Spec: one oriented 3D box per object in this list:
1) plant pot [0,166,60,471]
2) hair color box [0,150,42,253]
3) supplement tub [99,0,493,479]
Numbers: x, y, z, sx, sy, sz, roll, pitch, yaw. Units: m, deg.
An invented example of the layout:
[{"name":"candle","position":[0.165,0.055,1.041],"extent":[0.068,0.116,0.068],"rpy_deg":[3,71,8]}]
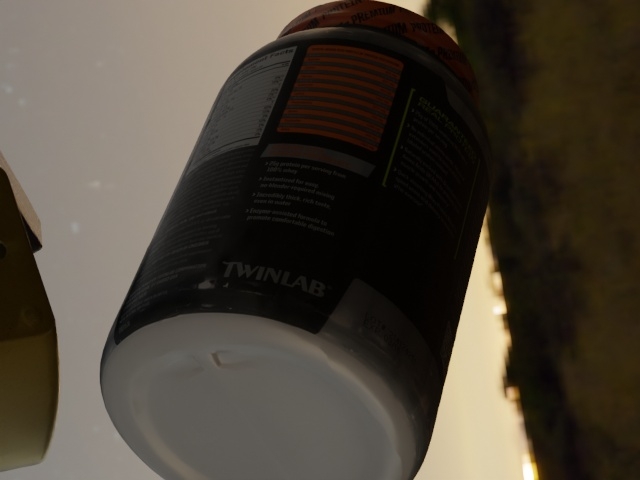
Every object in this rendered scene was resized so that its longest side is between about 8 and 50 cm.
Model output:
[{"name":"plant pot","position":[-0.303,0.056,1.152],"extent":[0.187,0.212,0.212],"rpy_deg":[-49,57,52]},{"name":"hair color box","position":[-0.371,-0.005,1.485],"extent":[0.110,0.185,0.339],"rpy_deg":[62,173,-11]},{"name":"supplement tub","position":[0.000,0.000,0.964],"extent":[0.316,0.194,0.193],"rpy_deg":[-70,-26,-45]}]
